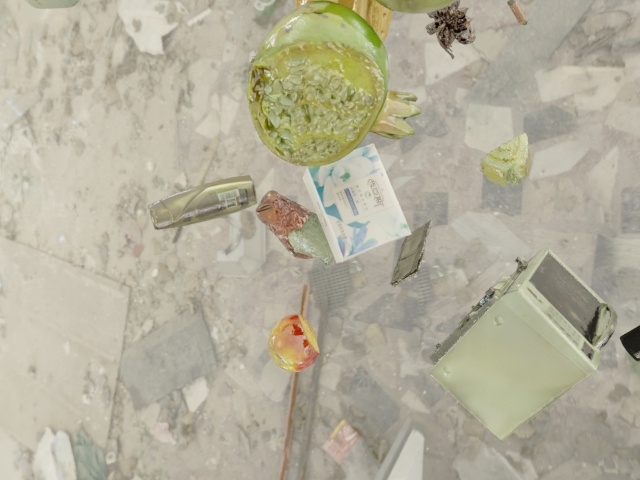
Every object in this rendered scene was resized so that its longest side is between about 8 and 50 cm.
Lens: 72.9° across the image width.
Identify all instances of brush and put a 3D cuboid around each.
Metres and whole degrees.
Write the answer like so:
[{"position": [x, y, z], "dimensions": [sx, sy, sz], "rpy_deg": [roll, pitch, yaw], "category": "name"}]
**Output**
[{"position": [0.701, 0.180, 0.880], "dimensions": [0.193, 0.016, 0.063], "rpy_deg": [-61, 40, 43], "category": "brush"}]

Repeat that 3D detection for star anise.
[{"position": [0.477, -0.803, 1.598], "dimensions": [0.220, 0.126, 0.190], "rpy_deg": [48, 146, -6], "category": "star anise"}]

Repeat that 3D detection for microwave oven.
[{"position": [0.494, 0.220, 1.070], "dimensions": [0.247, 0.394, 0.333], "rpy_deg": [44, 123, 19], "category": "microwave oven"}]

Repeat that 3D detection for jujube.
[{"position": [-0.117, -0.066, 1.814], "dimensions": [0.216, 0.216, 0.342], "rpy_deg": [-36, 115, 25], "category": "jujube"}]

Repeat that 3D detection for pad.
[{"position": [0.320, 0.045, 1.533], "dimensions": [0.174, 0.022, 0.233], "rpy_deg": [-43, 21, 58], "category": "pad"}]

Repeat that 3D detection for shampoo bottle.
[{"position": [-0.389, -0.124, 1.447], "dimensions": [0.084, 0.350, 0.126], "rpy_deg": [51, 154, 47], "category": "shampoo bottle"}]

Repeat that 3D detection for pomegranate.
[{"position": [0.027, -0.315, 0.888], "dimensions": [0.310, 0.358, 0.216], "rpy_deg": [118, 152, -43], "category": "pomegranate"}]

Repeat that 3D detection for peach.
[{"position": [-0.080, 0.342, 1.464], "dimensions": [0.190, 0.192, 0.190], "rpy_deg": [30, 140, 29], "category": "peach"}]

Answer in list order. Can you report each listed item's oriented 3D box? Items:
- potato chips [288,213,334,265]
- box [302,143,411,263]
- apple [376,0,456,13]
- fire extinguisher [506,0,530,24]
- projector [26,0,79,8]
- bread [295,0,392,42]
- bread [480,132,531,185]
[{"position": [0.002, -0.001, 1.370], "dimensions": [0.228, 0.059, 0.167], "rpy_deg": [-32, 82, 23], "category": "potato chips"}, {"position": [0.095, -0.101, 1.206], "dimensions": [0.203, 0.116, 0.274], "rpy_deg": [-20, 83, -11], "category": "box"}, {"position": [0.229, -0.702, 0.829], "dimensions": [0.473, 0.473, 0.474], "rpy_deg": [-1, 89, 30], "category": "apple"}, {"position": [0.526, -0.604, 1.147], "dimensions": [0.083, 0.022, 0.028], "rpy_deg": [47, 153, -19], "category": "fire extinguisher"}, {"position": [-0.389, -0.381, 0.593], "dimensions": [0.083, 0.082, 0.083], "rpy_deg": [-1, 85, 3], "category": "projector"}, {"position": [0.064, -0.726, 1.229], "dimensions": [0.250, 0.361, 0.394], "rpy_deg": [19, 138, 17], "category": "bread"}, {"position": [0.550, -0.220, 1.231], "dimensions": [0.156, 0.103, 0.110], "rpy_deg": [-34, 49, 2], "category": "bread"}]
